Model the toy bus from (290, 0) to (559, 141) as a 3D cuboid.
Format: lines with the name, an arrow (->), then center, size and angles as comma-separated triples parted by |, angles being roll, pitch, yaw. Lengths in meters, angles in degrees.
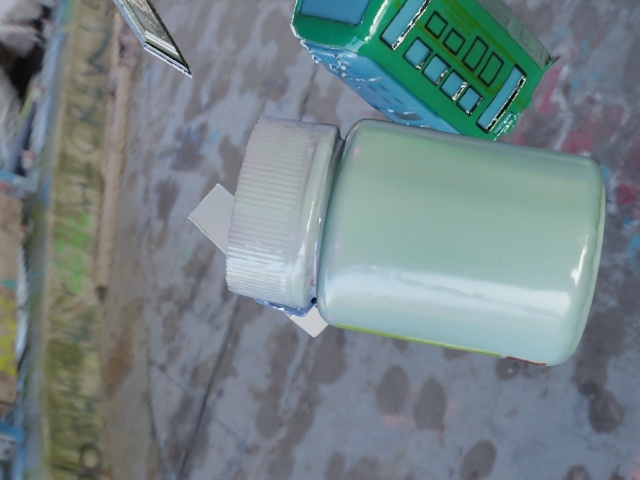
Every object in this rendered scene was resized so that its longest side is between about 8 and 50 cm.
toy bus -> 0.130, -0.250, 1.342 | 0.183, 0.343, 0.199 | 23, 84, 49

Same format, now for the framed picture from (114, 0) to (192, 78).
framed picture -> -0.231, -0.295, 1.264 | 0.010, 0.199, 0.195 | -38, 33, -11

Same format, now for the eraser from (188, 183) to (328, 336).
eraser -> -0.085, 0.026, 1.599 | 0.076, 0.078, 0.298 | -48, 49, -2

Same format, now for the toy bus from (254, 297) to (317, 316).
toy bus -> 0.003, 0.000, 1.164 | 0.236, 0.079, 0.094 | -51, 17, 52

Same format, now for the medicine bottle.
medicine bottle -> 0.062, -0.004, 0.683 | 0.139, 0.225, 0.139 | 10, -90, -85
